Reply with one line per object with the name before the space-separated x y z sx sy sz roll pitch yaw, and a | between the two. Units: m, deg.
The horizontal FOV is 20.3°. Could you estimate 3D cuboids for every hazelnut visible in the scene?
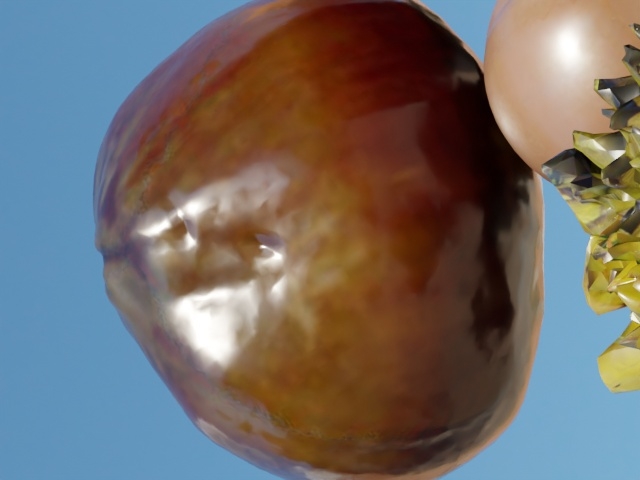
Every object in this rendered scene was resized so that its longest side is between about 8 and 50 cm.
hazelnut | 0.000 0.000 0.856 0.217 0.217 0.251 3 -118 -56

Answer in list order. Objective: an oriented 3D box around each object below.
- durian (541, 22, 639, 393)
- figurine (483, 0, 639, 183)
durian | 0.216 0.003 0.495 0.258 0.293 0.258 -18 -56 -29
figurine | 0.281 -0.024 0.801 0.388 0.248 0.276 52 -159 4
